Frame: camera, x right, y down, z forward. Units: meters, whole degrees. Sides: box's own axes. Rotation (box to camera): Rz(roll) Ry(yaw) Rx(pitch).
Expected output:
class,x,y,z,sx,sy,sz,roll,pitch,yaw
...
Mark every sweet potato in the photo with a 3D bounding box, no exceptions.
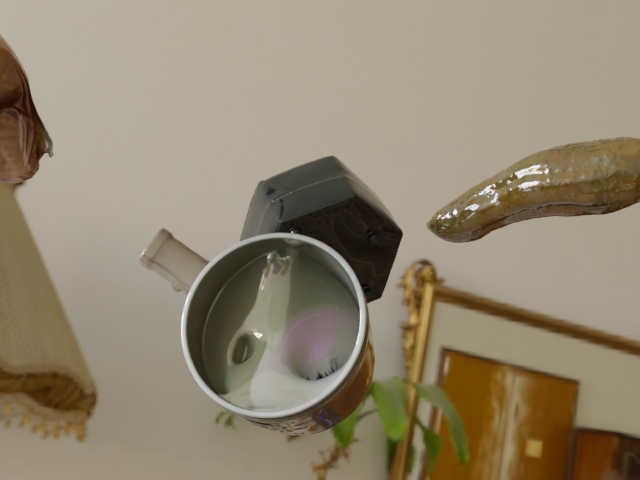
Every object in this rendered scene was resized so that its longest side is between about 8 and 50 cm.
class,x,y,z,sx,sy,sz,roll,pitch,yaw
sweet potato,0.156,-0.036,0.641,0.182,0.053,0.054,-13,11,21

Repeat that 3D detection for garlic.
class,x,y,z,sx,sy,sz,roll,pitch,yaw
garlic,-0.325,-0.130,0.929,0.099,0.174,0.124,-10,35,-23

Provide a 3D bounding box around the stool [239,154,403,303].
class,x,y,z,sx,sy,sz,roll,pitch,yaw
stool,0.000,0.000,1.408,0.232,0.232,0.141,18,23,-28

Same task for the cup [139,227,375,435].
class,x,y,z,sx,sy,sz,roll,pitch,yaw
cup,-0.027,0.044,0.409,0.102,0.074,0.099,7,-17,9
